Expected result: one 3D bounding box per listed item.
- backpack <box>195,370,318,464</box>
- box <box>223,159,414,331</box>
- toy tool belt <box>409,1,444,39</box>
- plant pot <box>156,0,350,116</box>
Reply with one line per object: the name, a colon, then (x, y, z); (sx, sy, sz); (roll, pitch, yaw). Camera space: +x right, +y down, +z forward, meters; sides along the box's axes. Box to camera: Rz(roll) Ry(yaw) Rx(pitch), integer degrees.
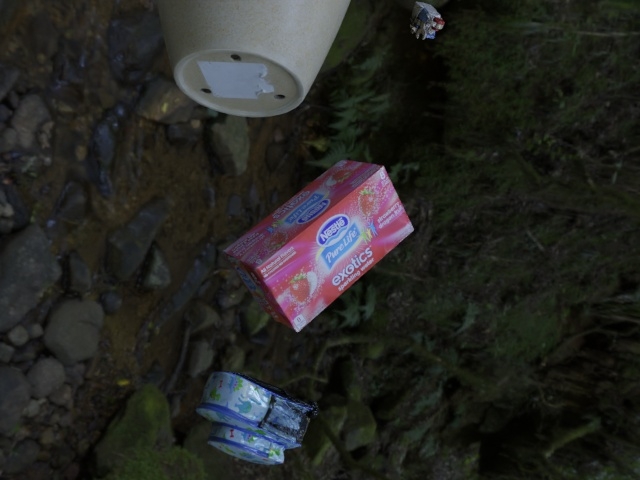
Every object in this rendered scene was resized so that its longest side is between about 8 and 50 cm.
backpack: (-0.081, 0.198, 0.653); (0.105, 0.114, 0.084); (-31, -150, 58)
box: (0.000, 0.000, 0.901); (0.257, 0.123, 0.128); (-39, 118, -19)
toy tool belt: (0.176, -0.357, 0.975); (0.083, 0.052, 0.051); (-109, -147, -43)
plant pot: (-0.069, -0.278, 0.596); (0.256, 0.257, 0.273); (52, 42, -70)
